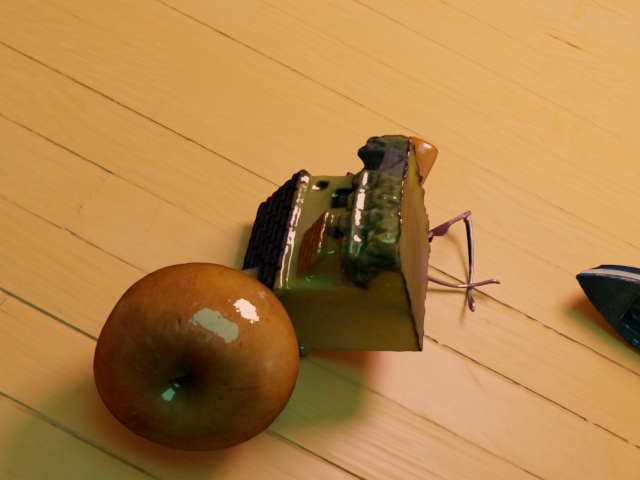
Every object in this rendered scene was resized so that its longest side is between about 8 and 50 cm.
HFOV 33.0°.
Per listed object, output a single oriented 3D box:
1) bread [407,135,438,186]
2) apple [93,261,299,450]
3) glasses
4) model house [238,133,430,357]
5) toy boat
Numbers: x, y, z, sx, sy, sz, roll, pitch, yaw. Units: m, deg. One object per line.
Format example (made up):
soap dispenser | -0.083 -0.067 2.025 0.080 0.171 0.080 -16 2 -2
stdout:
bread | 0.099 -0.077 1.308 0.049 0.103 0.062 27 2 -14
apple | -0.109 0.104 0.986 0.182 0.182 0.155 24 17 -2
glasses | 0.151 0.033 1.246 0.140 0.062 0.104 -30 89 -38
model house | 0.000 0.000 1.115 0.211 0.170 0.194 -4 47 15
toy boat | 0.435 0.104 1.260 0.299 0.096 0.062 29 36 6
